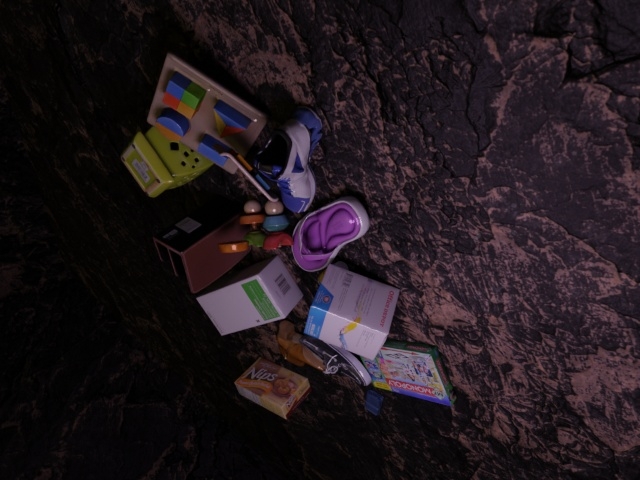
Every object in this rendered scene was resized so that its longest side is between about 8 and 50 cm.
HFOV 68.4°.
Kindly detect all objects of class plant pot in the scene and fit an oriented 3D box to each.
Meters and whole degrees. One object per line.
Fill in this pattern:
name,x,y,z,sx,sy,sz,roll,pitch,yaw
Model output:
plant pot,-0.549,-0.290,1.650,0.227,0.207,0.228,-18,109,50

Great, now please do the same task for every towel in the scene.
towel,0.206,0.628,1.831,0.067,0.029,0.119,28,139,26

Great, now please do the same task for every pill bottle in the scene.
pill bottle,0.043,0.112,1.519,0.065,0.065,0.116,47,142,3

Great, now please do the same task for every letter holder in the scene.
letter holder,-0.408,0.015,1.690,0.152,0.302,0.214,25,137,29

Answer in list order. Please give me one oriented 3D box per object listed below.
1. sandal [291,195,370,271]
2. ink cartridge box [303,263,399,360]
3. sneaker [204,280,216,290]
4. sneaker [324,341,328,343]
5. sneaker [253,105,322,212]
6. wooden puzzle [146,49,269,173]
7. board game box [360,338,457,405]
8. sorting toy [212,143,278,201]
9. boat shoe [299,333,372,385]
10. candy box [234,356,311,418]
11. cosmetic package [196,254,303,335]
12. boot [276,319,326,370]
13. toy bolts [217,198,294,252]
sandal,-0.009,-0.013,1.418,0.169,0.102,0.416,57,144,7
ink cartridge box,0.094,0.216,1.420,0.232,0.171,0.168,21,139,6
sneaker,-0.471,0.201,2.094,0.130,0.109,0.286,3,133,36
sneaker,0.054,0.272,1.615,0.226,0.086,0.163,-20,117,41
sneaker,-0.104,-0.201,1.301,0.127,0.182,0.316,32,140,23
wooden puzzle,-0.358,-0.352,1.420,0.322,0.081,0.348,31,147,-14
board game box,0.276,0.427,1.575,0.317,0.046,0.214,-3,118,46
sorting toy,-0.215,-0.205,1.370,0.208,0.038,0.193,42,-179,-27
boat shoe,0.048,0.440,1.734,0.306,0.105,0.113,40,155,20
candy box,-0.220,0.670,2.165,0.316,0.183,0.088,11,128,39
cosmetic package,-0.271,0.214,1.789,0.365,0.155,0.197,-24,105,36
boot,-0.061,0.461,1.910,0.295,0.104,0.211,35,146,26
toy bolts,-0.211,-0.053,1.524,0.228,0.218,0.159,-1,97,37
